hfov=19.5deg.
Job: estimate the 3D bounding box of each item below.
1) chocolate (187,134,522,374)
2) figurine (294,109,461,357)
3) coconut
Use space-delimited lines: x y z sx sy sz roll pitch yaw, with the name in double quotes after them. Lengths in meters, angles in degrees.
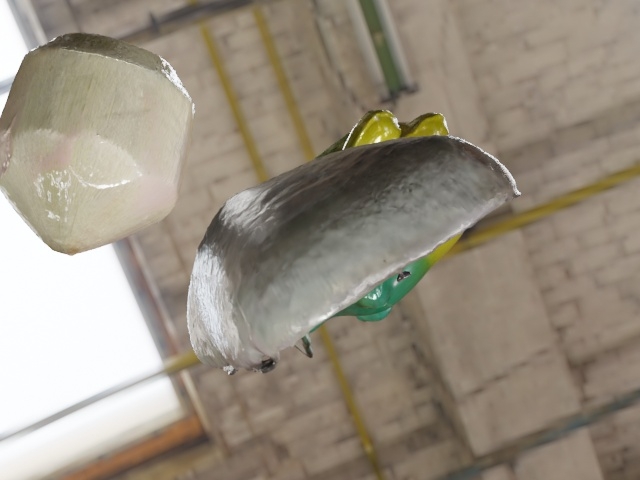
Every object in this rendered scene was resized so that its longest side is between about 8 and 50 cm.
0.000 0.000 1.165 0.185 0.100 0.303 -31 -176 -13 "chocolate"
0.060 -0.016 2.510 0.340 0.323 0.231 -40 -132 -8 "figurine"
-0.248 -0.096 1.984 0.224 0.224 0.234 6 -105 42 "coconut"
